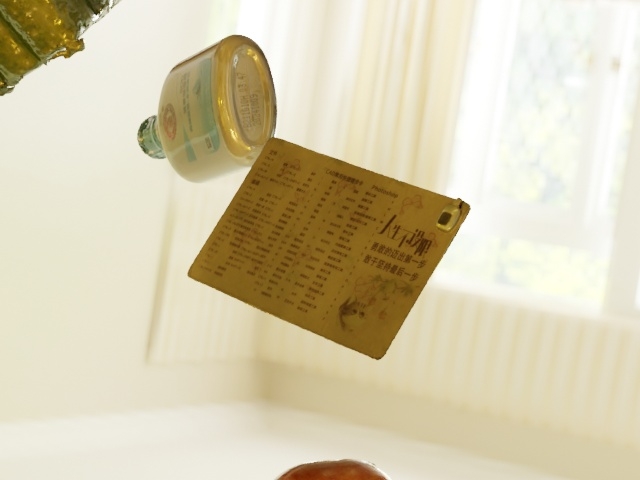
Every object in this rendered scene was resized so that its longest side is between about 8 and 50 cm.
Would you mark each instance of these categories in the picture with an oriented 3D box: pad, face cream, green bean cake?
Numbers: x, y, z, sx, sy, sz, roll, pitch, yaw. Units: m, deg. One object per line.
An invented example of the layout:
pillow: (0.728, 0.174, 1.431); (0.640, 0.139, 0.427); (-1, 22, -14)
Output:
pad: (0.000, 0.000, 1.674); (0.265, 0.159, 0.009); (21, 166, 44)
face cream: (-0.151, -0.155, 2.373); (0.080, 0.163, 0.336); (-5, 177, -25)
green bean cake: (-0.283, -0.236, 1.684); (0.247, 0.156, 0.250); (-24, -158, 36)

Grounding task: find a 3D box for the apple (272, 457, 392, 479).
apple: (0.019, 0.351, 2.172); (0.209, 0.209, 0.164); (9, 156, 9)
